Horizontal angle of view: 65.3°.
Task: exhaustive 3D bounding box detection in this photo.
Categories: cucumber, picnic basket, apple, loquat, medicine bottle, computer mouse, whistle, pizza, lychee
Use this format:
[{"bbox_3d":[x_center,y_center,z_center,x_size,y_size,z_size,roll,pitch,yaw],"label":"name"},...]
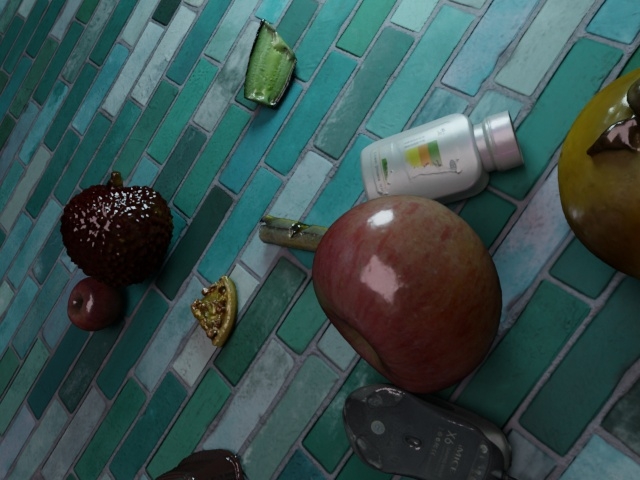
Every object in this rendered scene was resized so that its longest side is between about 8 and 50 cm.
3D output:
[{"bbox_3d":[-0.128,-0.435,1.257,0.086,0.116,0.192,-150,78,-74],"label":"cucumber"},{"bbox_3d":[-0.275,0.620,1.083,0.223,0.129,0.296,-20,70,26],"label":"picnic basket"},{"bbox_3d":[-0.619,0.174,1.376,0.154,0.120,0.153,-7,77,34],"label":"apple"},{"bbox_3d":[0.495,-0.110,0.692,0.329,0.360,0.328,-27,46,32],"label":"loquat"},{"bbox_3d":[0.232,-0.152,0.978,0.297,0.111,0.160,-14,73,25],"label":"medicine bottle"},{"bbox_3d":[0.220,0.365,0.892,0.380,0.090,0.167,21,103,17],"label":"computer mouse"},{"bbox_3d":[0.153,0.081,0.869,0.269,0.344,0.345,-44,59,-15],"label":"apple"},{"bbox_3d":[0.001,-0.001,1.105,0.327,0.057,0.067,13,126,31],"label":"whistle"},{"bbox_3d":[-0.263,0.174,1.219,0.134,0.046,0.174,-8,76,27],"label":"pizza"},{"bbox_3d":[-0.517,-0.027,1.282,0.276,0.276,0.303,14,107,31],"label":"lychee"}]
